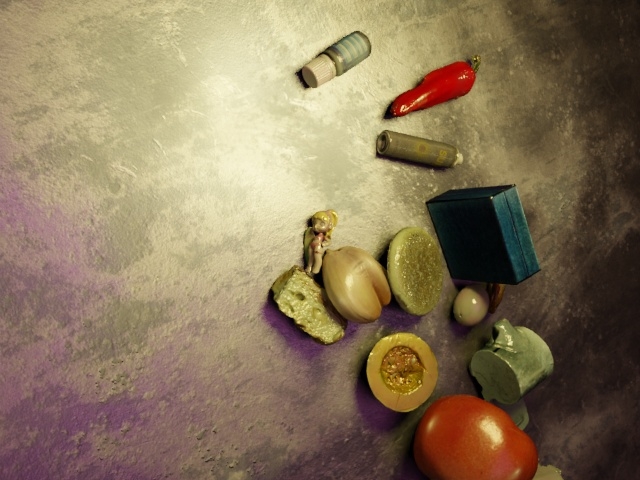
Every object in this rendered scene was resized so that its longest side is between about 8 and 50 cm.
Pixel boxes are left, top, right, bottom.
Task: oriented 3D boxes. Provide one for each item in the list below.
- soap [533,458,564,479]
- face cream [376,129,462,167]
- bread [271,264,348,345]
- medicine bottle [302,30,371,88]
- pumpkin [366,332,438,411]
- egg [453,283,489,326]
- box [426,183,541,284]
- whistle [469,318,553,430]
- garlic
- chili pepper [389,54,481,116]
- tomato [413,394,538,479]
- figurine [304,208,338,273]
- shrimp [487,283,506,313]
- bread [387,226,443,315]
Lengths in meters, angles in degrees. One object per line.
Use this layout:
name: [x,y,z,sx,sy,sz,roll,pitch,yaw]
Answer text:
soap: [0.584,0.843,1.835,0.435,0.350,0.213,-4,100,-26]
face cream: [0.299,-0.263,1.812,0.283,0.073,0.073,7,87,-27]
bread: [-0.029,0.182,1.646,0.232,0.088,0.128,43,62,-14]
medicine bottle: [0.044,-0.487,1.673,0.203,0.083,0.083,-40,108,-22]
pumpkin: [0.218,0.367,1.769,0.217,0.110,0.218,1,86,-15]
egg: [0.460,0.197,1.882,0.103,0.103,0.135,33,75,-24]
box: [0.465,-0.017,1.785,0.116,0.279,0.262,-27,103,-26]
whistle: [0.583,0.438,1.935,0.168,0.188,0.405,-25,135,-30]
garlic: [0.105,0.110,1.672,0.228,0.110,0.217,45,46,-11]
chili pepper: [0.348,-0.449,1.818,0.387,0.110,0.110,-28,103,-23]
tomato: [0.426,0.607,1.748,0.273,0.341,0.341,-48,110,-25]
figurine: [0.000,0.000,1.667,0.083,0.083,0.187,17,77,-26]
shrimp: [0.570,0.102,1.933,0.066,0.117,0.262,10,86,6]
bread: [0.281,0.086,1.775,0.267,0.040,0.267,9,77,-47]
